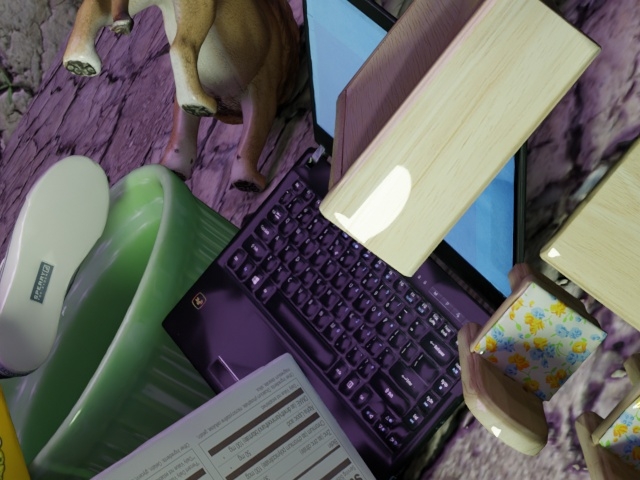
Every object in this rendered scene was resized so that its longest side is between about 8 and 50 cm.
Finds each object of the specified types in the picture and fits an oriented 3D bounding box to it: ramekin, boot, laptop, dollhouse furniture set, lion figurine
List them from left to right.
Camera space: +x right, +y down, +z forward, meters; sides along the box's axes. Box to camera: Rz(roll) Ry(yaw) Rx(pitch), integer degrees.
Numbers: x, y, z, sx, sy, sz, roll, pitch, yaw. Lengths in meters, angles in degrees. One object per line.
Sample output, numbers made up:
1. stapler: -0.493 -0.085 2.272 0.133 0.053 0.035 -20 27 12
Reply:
1. boot: -0.233 0.022 1.199 0.086 0.069 0.190 -19 45 54
2. ramekin: -0.147 0.104 1.206 0.303 0.148 0.303 -46 25 28
3. lion figurine: -0.107 -0.197 1.365 0.392 0.142 0.240 70 -152 -69
4. laptop: 0.000 0.000 0.928 0.264 0.136 0.234 -49 48 6
5. dollhouse furniture set: 0.129 -0.005 0.616 0.212 0.242 0.161 -51 10 16

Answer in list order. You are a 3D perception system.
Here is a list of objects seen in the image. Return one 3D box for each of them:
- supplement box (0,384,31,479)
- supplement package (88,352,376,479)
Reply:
1. supplement box: -0.296 0.282 1.015 0.194 0.195 0.356 -40 63 39
2. supplement package: -0.111 0.215 0.876 0.262 0.145 0.204 -39 -6 41
